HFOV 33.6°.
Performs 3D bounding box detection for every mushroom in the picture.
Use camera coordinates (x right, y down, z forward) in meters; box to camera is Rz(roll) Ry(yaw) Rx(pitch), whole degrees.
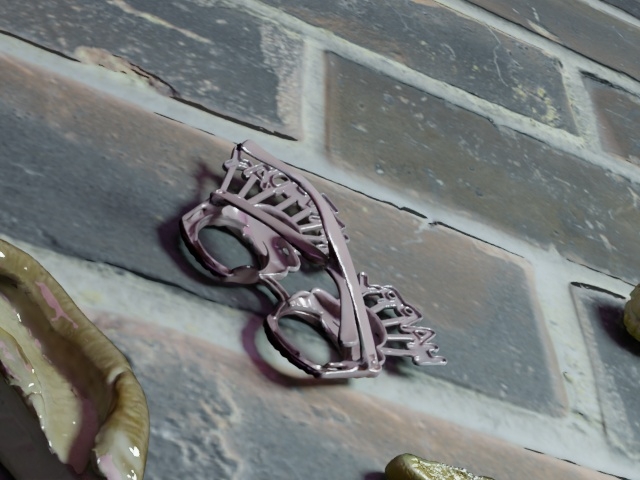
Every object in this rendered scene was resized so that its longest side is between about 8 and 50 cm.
[{"bbox_3d":[-0.164,0.080,0.629,0.210,0.072,0.094,47,40,14],"label":"mushroom"}]

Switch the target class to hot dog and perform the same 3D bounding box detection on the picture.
[{"bbox_3d":[0.087,0.178,0.741,0.090,0.030,0.034,20,46,-17],"label":"hot dog"}]

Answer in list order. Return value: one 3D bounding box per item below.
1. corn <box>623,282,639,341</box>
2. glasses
[{"bbox_3d":[0.411,0.098,1.039,0.248,0.081,0.081,20,37,-18],"label":"corn"},{"bbox_3d":[0.000,0.004,0.832,0.255,0.095,0.162,50,31,20],"label":"glasses"}]
